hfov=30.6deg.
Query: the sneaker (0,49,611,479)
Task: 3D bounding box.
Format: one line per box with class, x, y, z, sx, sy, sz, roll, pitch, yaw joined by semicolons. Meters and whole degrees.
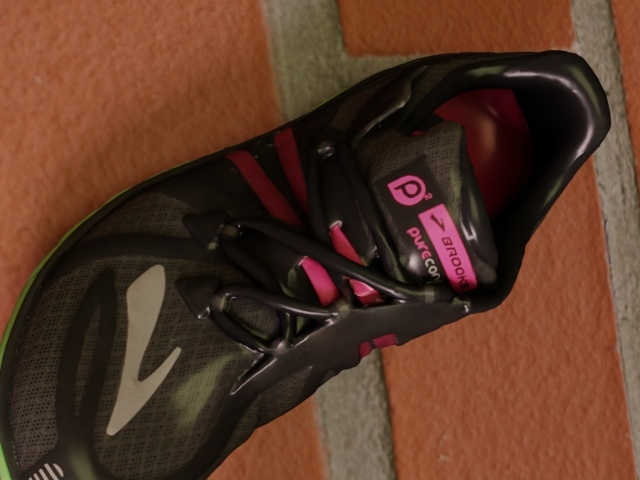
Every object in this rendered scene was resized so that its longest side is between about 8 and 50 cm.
sneaker;0.000;0.000;0.729;0.483;0.202;0.185;-40;103;-28
